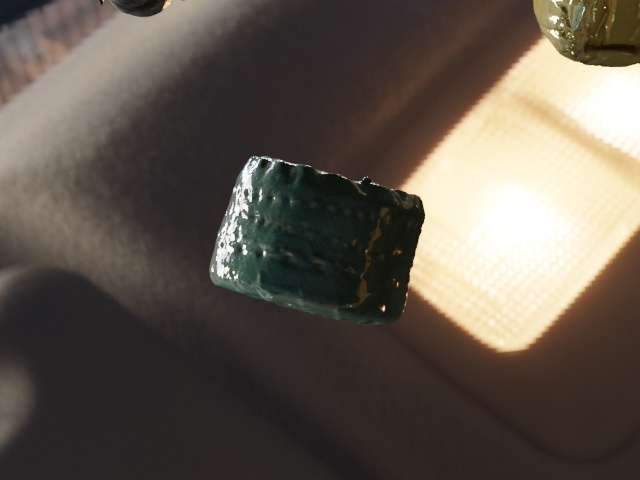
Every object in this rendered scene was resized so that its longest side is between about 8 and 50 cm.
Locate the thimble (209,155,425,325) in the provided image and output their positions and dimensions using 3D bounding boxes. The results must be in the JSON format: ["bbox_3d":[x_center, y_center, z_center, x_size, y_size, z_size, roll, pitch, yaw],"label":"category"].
[{"bbox_3d":[0.000,0.000,1.700,0.198,0.235,0.143,15,-91,8],"label":"thimble"}]

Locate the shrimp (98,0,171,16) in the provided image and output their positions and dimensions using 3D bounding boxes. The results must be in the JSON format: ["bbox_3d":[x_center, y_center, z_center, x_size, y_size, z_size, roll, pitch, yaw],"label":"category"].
[{"bbox_3d":[-0.233,-0.360,2.151,0.221,0.166,0.410,12,-166,-2],"label":"shrimp"}]

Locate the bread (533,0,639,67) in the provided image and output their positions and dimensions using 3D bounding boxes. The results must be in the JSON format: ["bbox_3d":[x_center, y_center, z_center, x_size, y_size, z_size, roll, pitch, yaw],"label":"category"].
[{"bbox_3d":[0.300,-0.227,1.446,0.236,0.140,0.106,-6,-142,-17],"label":"bread"}]
